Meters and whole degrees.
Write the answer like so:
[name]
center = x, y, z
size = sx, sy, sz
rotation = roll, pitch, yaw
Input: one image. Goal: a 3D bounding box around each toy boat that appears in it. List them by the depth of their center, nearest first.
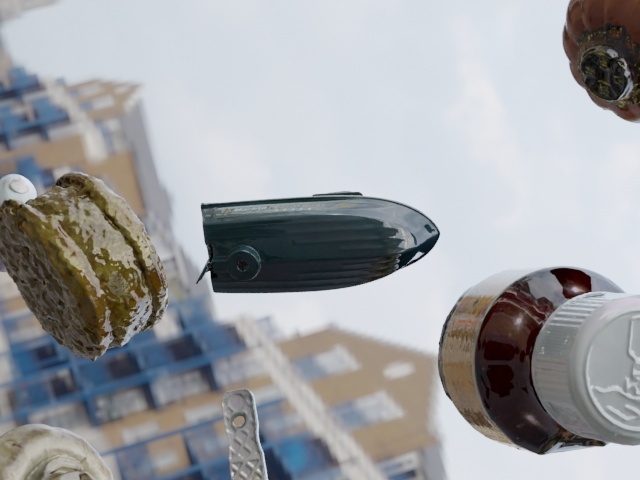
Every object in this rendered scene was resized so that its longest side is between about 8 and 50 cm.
[toy boat]
center = -0.001, -0.001, 1.954
size = 0.122, 0.296, 0.114
rotation = -80, 164, -63

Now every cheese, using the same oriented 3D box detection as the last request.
[cheese]
center = -0.069, 0.282, 1.679
size = 0.054, 0.127, 0.252
rotation = 19, 62, -76

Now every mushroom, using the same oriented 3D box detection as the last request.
[mushroom]
center = -0.279, 0.265, 1.606
size = 0.127, 0.166, 0.166
rotation = -32, -108, 47

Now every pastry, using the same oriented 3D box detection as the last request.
[pastry]
center = -0.244, 0.024, 1.629
size = 0.188, 0.103, 0.189
rotation = 38, -33, 31

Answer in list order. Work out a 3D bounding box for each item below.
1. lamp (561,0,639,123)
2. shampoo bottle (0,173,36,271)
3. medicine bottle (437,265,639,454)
[lamp]
center = 0.410, -0.251, 2.020
size = 0.223, 0.196, 0.223
rotation = 30, -39, 27
[shampoo bottle]
center = -0.336, -0.024, 1.726
size = 0.072, 0.043, 0.099
rotation = -103, -148, -49
[medicine bottle]
center = 0.309, 0.146, 1.915
size = 0.395, 0.242, 0.243
rotation = 174, -100, -72
